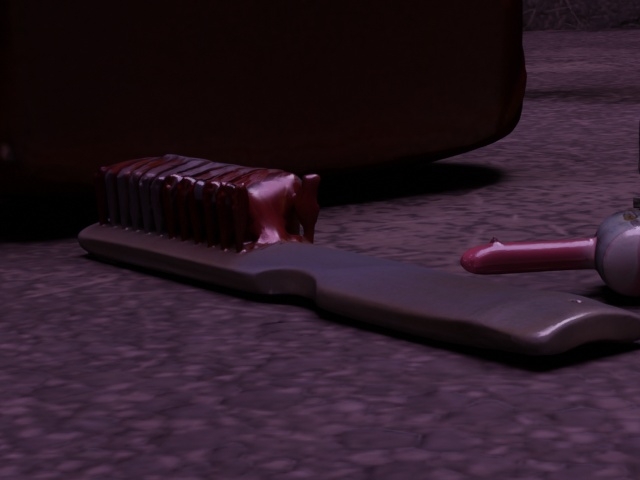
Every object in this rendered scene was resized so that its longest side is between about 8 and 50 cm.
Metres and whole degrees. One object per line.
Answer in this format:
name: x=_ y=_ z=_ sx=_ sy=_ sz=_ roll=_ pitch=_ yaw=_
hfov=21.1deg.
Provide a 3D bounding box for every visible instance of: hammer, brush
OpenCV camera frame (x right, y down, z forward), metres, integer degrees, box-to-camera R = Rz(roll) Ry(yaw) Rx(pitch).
hammer: x=0.097 y=0.006 z=0.676 sx=0.083 sy=0.031 sz=0.052 roll=-4 pitch=7 yaw=6
brush: x=0.000 y=0.000 z=0.699 sx=0.060 sy=0.050 sz=0.321 roll=-5 pitch=10 yaw=-36

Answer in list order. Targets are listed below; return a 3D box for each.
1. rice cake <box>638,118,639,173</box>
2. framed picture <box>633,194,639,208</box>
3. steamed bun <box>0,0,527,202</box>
rice cake: x=0.247 y=-0.007 z=0.605 sx=0.064 sy=0.070 sz=0.399 roll=-13 pitch=14 yaw=-25
framed picture: x=0.213 y=-0.021 z=0.872 sx=0.089 sy=0.007 sz=0.066 roll=6 pitch=12 yaw=37
steamed bun: x=-0.071 y=-0.146 z=0.991 sx=0.379 sy=0.235 sz=0.248 roll=-9 pitch=17 yaw=-28
